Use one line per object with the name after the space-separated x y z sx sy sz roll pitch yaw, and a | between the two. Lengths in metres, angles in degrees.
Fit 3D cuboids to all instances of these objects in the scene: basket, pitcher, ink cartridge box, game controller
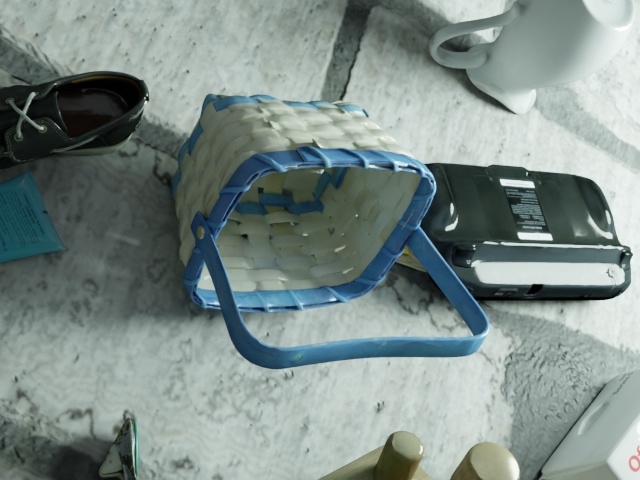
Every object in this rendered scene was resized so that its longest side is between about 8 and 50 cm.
0.000 0.000 1.120 0.254 0.201 0.289 2 39 -31 | basket
0.244 -0.240 1.395 0.177 0.207 0.125 12 64 -27 | pitcher
0.402 0.298 1.332 0.273 0.115 0.198 52 53 -4 | ink cartridge box
0.234 -0.010 1.387 0.319 0.067 0.166 3 54 -36 | game controller

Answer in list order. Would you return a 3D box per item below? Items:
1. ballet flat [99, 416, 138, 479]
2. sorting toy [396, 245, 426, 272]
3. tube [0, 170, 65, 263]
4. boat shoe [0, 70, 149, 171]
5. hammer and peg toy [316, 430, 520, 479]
-0.173 0.212 1.045 0.041 0.041 0.114 1 70 -33 | ballet flat
0.112 0.005 1.329 0.083 0.012 0.062 19 62 -26 | sorting toy
-0.320 0.000 1.032 0.207 0.052 0.080 -22 90 -42 | tube
-0.267 -0.113 1.092 0.233 0.079 0.084 -13 80 -34 | boat shoe
0.099 0.300 1.067 0.361 0.127 0.266 -19 52 -36 | hammer and peg toy
